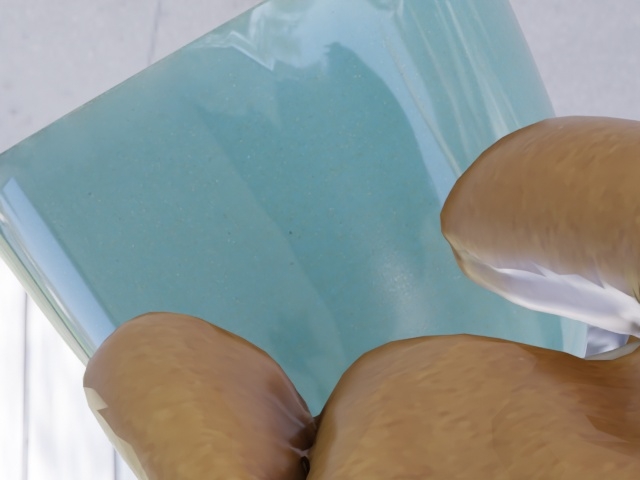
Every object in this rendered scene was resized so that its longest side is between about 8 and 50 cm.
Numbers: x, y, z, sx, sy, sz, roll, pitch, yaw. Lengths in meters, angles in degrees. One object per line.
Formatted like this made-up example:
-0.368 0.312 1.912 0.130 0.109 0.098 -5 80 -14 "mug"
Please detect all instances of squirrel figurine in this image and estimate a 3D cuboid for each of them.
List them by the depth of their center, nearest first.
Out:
0.193 0.061 0.401 0.370 0.397 0.281 -39 115 -9 "squirrel figurine"

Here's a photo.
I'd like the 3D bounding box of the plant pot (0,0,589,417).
0.000 0.000 0.804 0.293 0.235 0.293 -29 -173 4 "plant pot"
